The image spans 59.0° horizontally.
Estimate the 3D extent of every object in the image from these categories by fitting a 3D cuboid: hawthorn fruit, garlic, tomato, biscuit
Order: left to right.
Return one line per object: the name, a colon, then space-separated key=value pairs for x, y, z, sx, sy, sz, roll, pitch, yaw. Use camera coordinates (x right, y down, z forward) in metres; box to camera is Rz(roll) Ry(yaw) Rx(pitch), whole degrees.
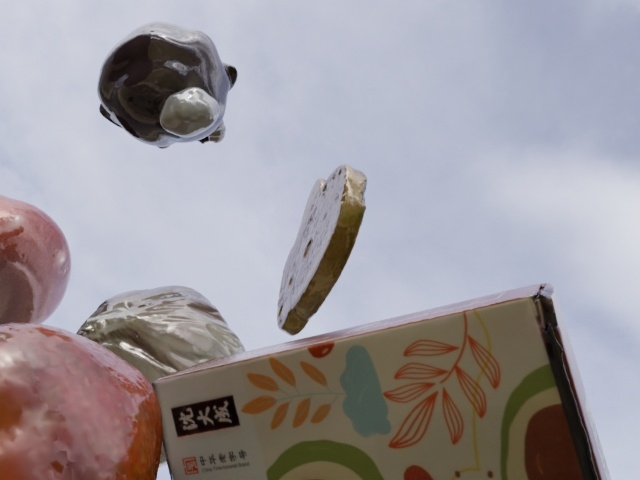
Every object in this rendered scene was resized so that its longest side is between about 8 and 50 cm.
tomato: x=-0.708 y=0.072 z=1.179 sx=0.341 sy=0.273 sz=0.342 roll=-5 pitch=-55 yaw=-7
hawthorn fruit: x=-0.211 y=0.157 z=0.414 sx=0.211 sy=0.299 sz=0.211 roll=0 pitch=-91 yaw=4
garlic: x=-0.274 y=0.212 z=0.880 sx=0.317 sy=0.317 sz=0.259 roll=-6 pitch=-53 yaw=19
biscuit: x=0.002 y=0.001 z=1.048 sx=0.057 sy=0.287 sz=0.344 roll=18 pitch=-51 yaw=-14

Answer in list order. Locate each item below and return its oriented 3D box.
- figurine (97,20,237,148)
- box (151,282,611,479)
figurine: x=-0.273 y=-0.233 z=1.032 sx=0.218 sy=0.206 sz=0.365 roll=14 pitch=-17 yaw=-4
box: x=0.064 y=0.252 z=0.522 sx=0.385 sy=0.122 sz=0.345 roll=-17 pitch=-95 yaw=23
